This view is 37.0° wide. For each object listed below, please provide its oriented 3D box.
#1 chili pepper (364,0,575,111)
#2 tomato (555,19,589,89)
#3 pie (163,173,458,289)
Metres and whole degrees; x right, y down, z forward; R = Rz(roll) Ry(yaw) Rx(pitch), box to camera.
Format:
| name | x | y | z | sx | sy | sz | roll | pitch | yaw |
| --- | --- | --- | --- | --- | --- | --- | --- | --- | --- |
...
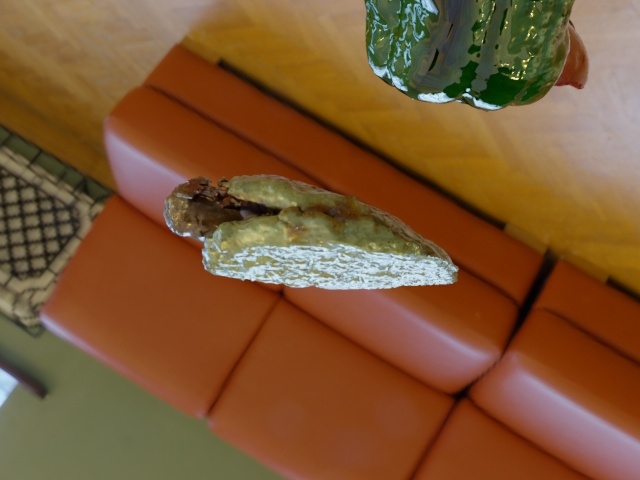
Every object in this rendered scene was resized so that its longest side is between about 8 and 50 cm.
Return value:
| name | x | y | z | sx | sy | sz | roll | pitch | yaw |
| --- | --- | --- | --- | --- | --- | --- | --- | --- | --- |
| chili pepper | 0.059 | -0.153 | 0.307 | 0.083 | 0.099 | 0.253 | -10 | 141 | -9 |
| tomato | 0.192 | -0.236 | 1.074 | 0.227 | 0.228 | 0.101 | 17 | 108 | 31 |
| pie | 0.009 | 0.001 | 0.949 | 0.257 | 0.106 | 0.274 | 8 | 176 | 37 |
